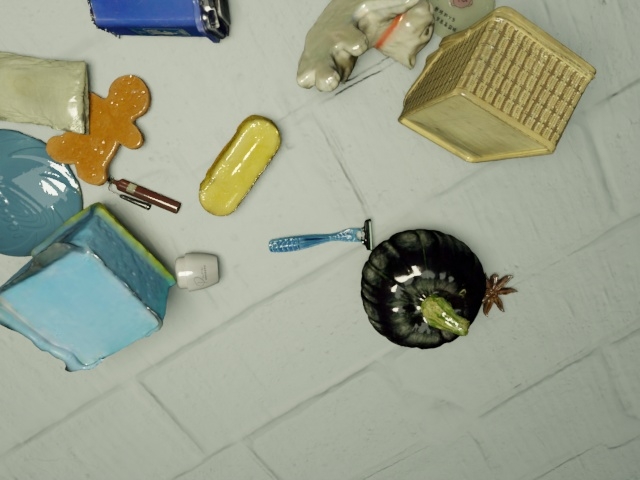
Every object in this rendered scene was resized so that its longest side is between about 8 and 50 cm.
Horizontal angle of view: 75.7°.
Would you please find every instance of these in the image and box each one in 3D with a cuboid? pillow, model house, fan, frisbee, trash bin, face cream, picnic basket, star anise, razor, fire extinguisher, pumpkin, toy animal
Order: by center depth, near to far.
[{"bbox_3d":[-0.303,-0.475,0.780,0.235,0.162,0.183,-4,106,1],"label":"trash bin"},{"bbox_3d":[0.323,-0.290,0.824,0.228,0.313,0.175,26,92,-12],"label":"picnic basket"},{"bbox_3d":[0.098,-0.391,0.832,0.267,0.188,0.307,0,68,26],"label":"toy animal"},{"bbox_3d":[-0.584,-0.301,0.835,0.230,0.050,0.148,9,95,1],"label":"pillow"},{"bbox_3d":[-0.450,0.065,0.849,0.216,0.303,0.237,-30,118,10],"label":"model house"},{"bbox_3d":[0.333,-0.589,0.889,0.182,0.010,0.309,24,103,-12],"label":"fan"},{"bbox_3d":[-0.680,-0.095,0.898,0.290,0.049,0.288,-2,107,-6],"label":"frisbee"},{"bbox_3d":[-0.409,-0.100,0.939,0.173,0.035,0.049,24,140,-13],"label":"fire extinguisher"},{"bbox_3d":[0.236,0.123,0.949,0.297,0.296,0.295,-2,106,-6],"label":"pumpkin"},{"bbox_3d":[-0.289,0.072,0.970,0.095,0.091,0.091,-6,107,-14],"label":"face cream"},{"bbox_3d":[0.000,0.000,1.006,0.254,0.042,0.081,-8,106,-2],"label":"razor"},{"bbox_3d":[0.451,0.139,1.096,0.141,0.042,0.140,-2,105,-9],"label":"star anise"}]

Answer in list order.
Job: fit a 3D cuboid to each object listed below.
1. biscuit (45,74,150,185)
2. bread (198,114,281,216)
[{"bbox_3d":[-0.454,-0.242,0.880,0.166,0.036,0.250,38,92,-1],"label":"biscuit"},{"bbox_3d":[-0.178,-0.165,0.914,0.102,0.094,0.245,32,101,-23],"label":"bread"}]
